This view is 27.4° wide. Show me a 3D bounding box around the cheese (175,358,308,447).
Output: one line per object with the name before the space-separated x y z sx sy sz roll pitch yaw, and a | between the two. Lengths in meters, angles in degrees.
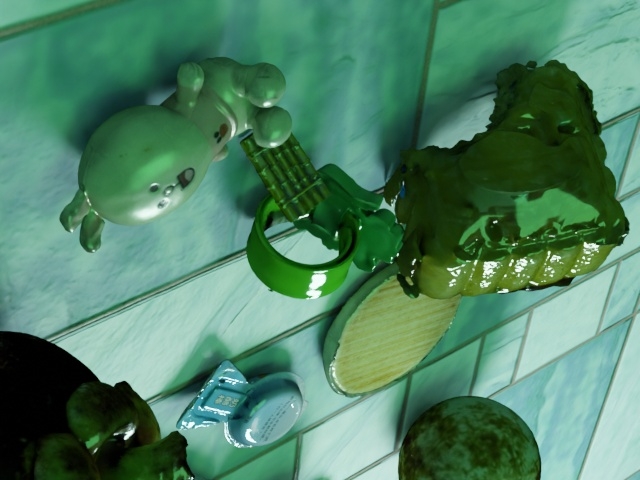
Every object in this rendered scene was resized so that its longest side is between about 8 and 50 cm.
cheese | -0.097 0.231 1.836 0.135 0.052 0.245 -55 144 8

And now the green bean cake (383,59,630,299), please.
green bean cake | 0.235 -0.089 1.724 0.310 0.285 0.202 -10 161 -11

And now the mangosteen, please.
mangosteen | -0.327 0.249 1.375 0.330 0.330 0.330 -29 142 -25

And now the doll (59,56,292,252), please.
doll | -0.160 -0.100 1.387 0.275 0.113 0.155 -34 147 -6

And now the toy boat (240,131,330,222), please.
toy boat | -0.041 -0.084 1.543 0.063 0.016 0.115 -36 105 -14

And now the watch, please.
watch | 0.000 0.000 1.597 0.152 0.165 0.131 -44 167 -36

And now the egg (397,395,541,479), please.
egg | 0.246 0.391 2.209 0.238 0.238 0.289 -28 153 -26

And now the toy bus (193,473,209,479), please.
toy bus | -0.187 0.378 1.860 0.089 0.087 0.194 -57 145 -2

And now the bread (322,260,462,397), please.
bread | 0.105 0.124 1.955 0.267 0.040 0.267 -28 142 -24
